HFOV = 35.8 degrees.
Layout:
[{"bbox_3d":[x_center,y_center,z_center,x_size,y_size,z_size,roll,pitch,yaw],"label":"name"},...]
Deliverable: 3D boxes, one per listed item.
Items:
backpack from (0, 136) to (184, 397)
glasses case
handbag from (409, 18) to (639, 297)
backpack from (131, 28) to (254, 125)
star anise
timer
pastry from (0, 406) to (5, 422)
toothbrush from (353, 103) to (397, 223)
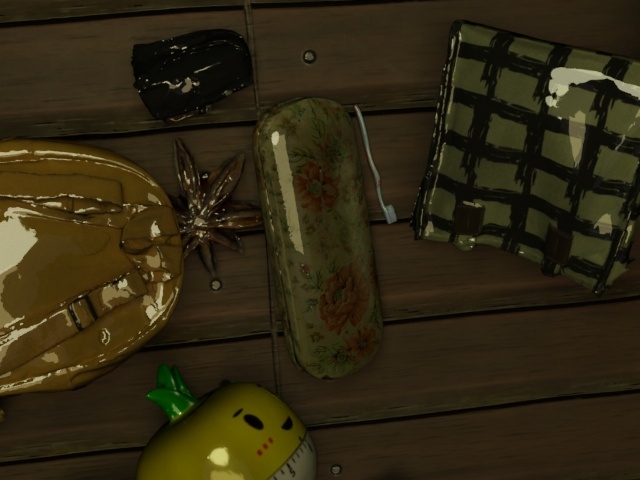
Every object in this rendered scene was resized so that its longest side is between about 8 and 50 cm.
[{"bbox_3d":[-0.368,0.042,1.293,0.378,0.201,0.353,-3,95,-15],"label":"backpack"},{"bbox_3d":[0.000,0.000,1.457,0.157,0.098,0.425,-19,108,-32],"label":"glasses case"},{"bbox_3d":[0.311,-0.120,1.393,0.325,0.162,0.326,19,106,22],"label":"handbag"},{"bbox_3d":[-0.176,-0.230,1.382,0.165,0.120,0.105,-13,127,-4],"label":"backpack"},{"bbox_3d":[-0.190,-0.036,1.443,0.229,0.093,0.236,24,104,-18],"label":"star anise"},{"bbox_3d":[-0.165,0.297,1.447,0.285,0.285,0.285,-2,104,-7],"label":"timer"},{"bbox_3d":[-0.596,0.235,1.409,0.170,0.237,0.256,48,111,27],"label":"pastry"},{"bbox_3d":[0.081,-0.115,1.494,0.019,0.013,0.193,-21,106,-9],"label":"toothbrush"}]
